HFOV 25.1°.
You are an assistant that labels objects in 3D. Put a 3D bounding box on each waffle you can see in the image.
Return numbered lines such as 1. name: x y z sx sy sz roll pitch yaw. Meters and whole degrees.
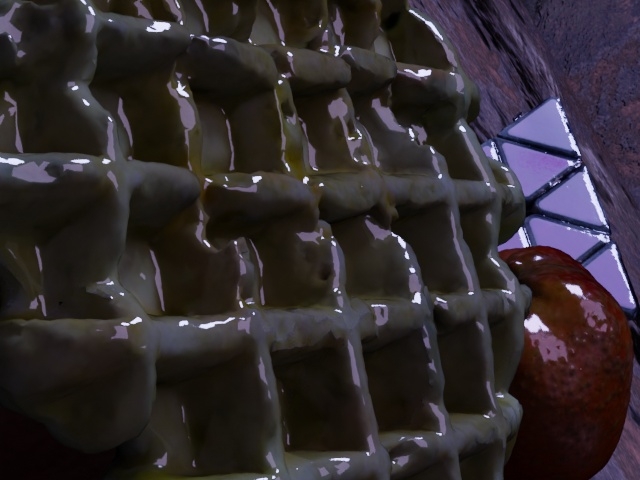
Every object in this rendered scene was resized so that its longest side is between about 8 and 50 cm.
1. waffle: -0.004 -0.005 0.501 0.292 0.056 0.309 53 34 -27

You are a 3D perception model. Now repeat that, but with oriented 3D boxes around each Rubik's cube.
1. Rubik's cube: 0.149 0.024 1.075 0.190 0.211 0.178 -9 29 -38

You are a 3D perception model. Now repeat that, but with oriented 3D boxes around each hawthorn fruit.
1. hawthorn fruit: 0.150 0.109 0.991 0.162 0.162 0.203 -85 152 -63

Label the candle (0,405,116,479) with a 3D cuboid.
1. candle: -0.060 0.021 0.577 0.287 0.131 0.317 62 19 3
